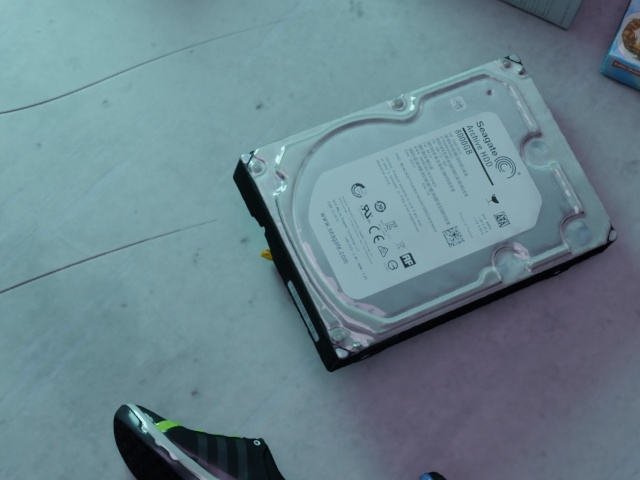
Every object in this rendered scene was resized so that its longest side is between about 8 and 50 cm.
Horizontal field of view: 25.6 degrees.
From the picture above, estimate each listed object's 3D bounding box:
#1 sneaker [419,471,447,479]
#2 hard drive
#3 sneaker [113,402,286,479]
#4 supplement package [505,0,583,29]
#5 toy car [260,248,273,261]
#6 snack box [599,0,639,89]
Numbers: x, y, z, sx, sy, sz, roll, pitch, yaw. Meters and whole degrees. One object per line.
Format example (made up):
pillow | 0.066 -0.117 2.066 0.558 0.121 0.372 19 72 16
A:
sneaker | 0.175 0.293 1.404 0.188 0.067 0.078 35 55 10
hard drive | 0.110 -0.036 1.456 0.339 0.064 0.237 -21 76 -20
sneaker | -0.100 0.230 1.413 0.234 0.084 0.097 36 52 7
supplement package | 0.186 -0.392 1.532 0.293 0.175 0.177 26 77 6
toy car | 0.000 0.000 1.486 0.122 0.040 0.060 7 92 -1
snack box | 0.458 -0.295 1.572 0.187 0.060 0.322 23 75 5
